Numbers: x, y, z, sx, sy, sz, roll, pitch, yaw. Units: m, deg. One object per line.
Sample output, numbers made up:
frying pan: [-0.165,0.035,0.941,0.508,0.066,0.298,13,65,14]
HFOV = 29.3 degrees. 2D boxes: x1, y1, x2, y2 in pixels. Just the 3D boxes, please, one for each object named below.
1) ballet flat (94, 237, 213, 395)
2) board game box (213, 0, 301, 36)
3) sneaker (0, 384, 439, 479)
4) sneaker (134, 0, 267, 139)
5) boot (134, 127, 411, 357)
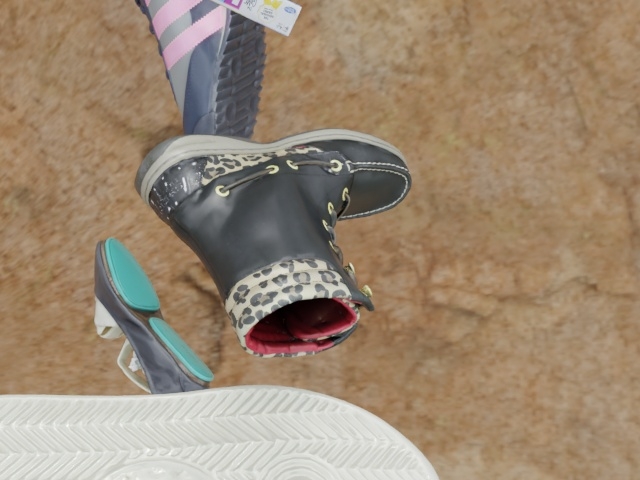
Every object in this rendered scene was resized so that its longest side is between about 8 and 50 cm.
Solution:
ballet flat: [-0.181,0.086,1.194,0.074,0.074,0.203,-25,60,-24]
board game box: [-0.094,-0.210,0.978,0.154,0.103,0.026,24,99,-11]
sneaker: [-0.094,0.186,0.852,0.350,0.148,0.131,7,51,-1]
sneaker: [-0.127,-0.222,1.160,0.131,0.112,0.319,5,102,20]
boot: [-0.001,0.001,0.901,0.236,0.085,0.178,-2,43,-36]
